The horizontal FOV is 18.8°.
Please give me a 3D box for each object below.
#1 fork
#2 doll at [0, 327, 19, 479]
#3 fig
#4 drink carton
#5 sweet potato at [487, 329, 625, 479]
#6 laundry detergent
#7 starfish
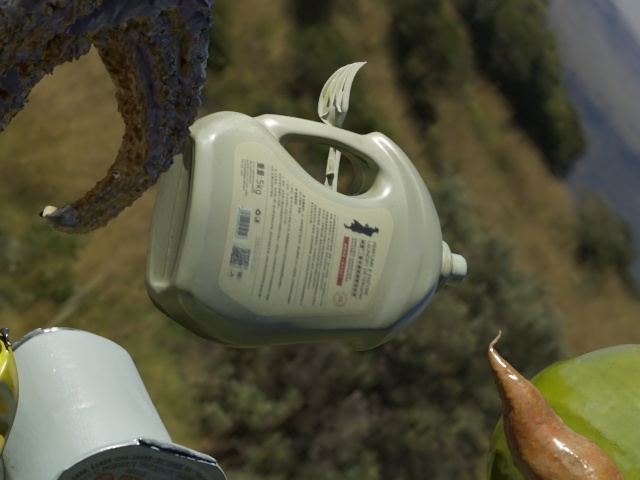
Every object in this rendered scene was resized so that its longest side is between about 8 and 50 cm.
[{"bbox_3d":[0.006,-0.059,1.674,0.028,0.034,0.219,30,63,-46],"label":"fork"},{"bbox_3d":[-0.204,0.125,1.002,0.221,0.135,0.143,88,13,-51],"label":"doll"},{"bbox_3d":[0.226,0.169,1.320,0.203,0.203,0.225,49,-9,-8],"label":"fig"},{"bbox_3d":[-0.205,0.192,1.724,0.185,0.191,0.189,23,26,-38],"label":"drink carton"},{"bbox_3d":[0.145,0.140,1.108,0.195,0.056,0.056,61,12,10],"label":"sweet potato"},{"bbox_3d":[0.000,0.000,1.481,0.253,0.181,0.091,10,-4,-26],"label":"laundry detergent"},{"bbox_3d":[-0.106,-0.140,0.930,0.060,0.299,0.302,52,-14,42],"label":"starfish"}]
